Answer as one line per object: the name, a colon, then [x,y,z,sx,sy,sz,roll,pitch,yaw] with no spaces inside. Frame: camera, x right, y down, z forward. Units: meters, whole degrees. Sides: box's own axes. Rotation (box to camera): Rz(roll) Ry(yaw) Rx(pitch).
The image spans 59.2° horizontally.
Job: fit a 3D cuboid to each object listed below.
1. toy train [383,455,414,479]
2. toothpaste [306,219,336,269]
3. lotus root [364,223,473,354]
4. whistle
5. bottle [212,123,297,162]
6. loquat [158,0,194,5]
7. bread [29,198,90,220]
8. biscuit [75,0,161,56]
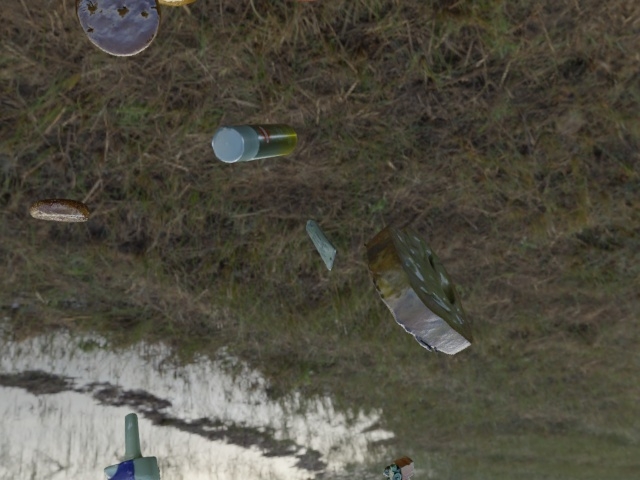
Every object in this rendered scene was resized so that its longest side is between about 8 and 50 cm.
toy train: [0.181,0.545,1.273,0.064,0.103,0.044,-15,-164,-29]
toothpaste: [0.000,0.000,1.200,0.029,0.197,0.048,7,112,-19]
lotus root: [0.266,0.128,1.488,0.111,0.375,0.390,-34,175,21]
whistle: [-0.320,0.422,0.964,0.091,0.245,0.110,-6,154,-20]
bottle: [-0.146,-0.230,1.316,0.082,0.082,0.286,-29,180,25]
loquat: [-0.404,-0.748,1.543,0.238,0.238,0.193,-1,135,-18]
bread: [-0.867,-0.099,1.882,0.193,0.064,0.193,-1,172,0]
biscuit: [-0.496,-0.560,1.383,0.211,0.212,0.036,-13,-170,2]
